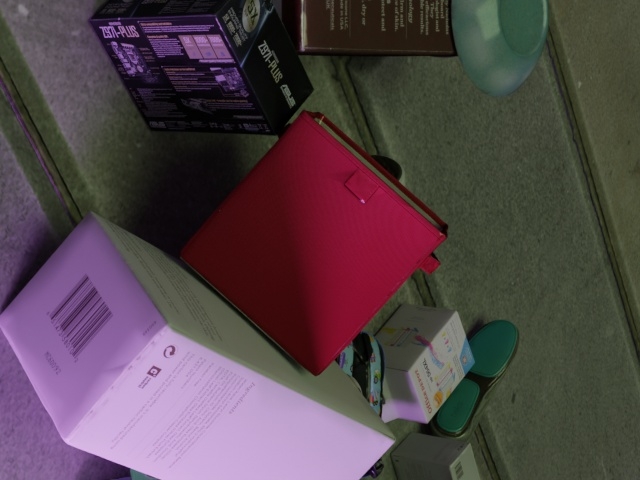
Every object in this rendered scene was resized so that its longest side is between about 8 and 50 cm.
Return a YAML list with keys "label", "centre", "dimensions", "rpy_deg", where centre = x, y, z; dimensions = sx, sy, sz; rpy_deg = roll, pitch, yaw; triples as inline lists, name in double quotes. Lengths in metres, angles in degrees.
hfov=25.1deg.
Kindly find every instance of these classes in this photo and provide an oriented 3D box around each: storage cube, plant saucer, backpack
- label: "storage cube"
  centre: [0.000, 0.000, 1.483]
  dimensions: [0.193, 0.215, 0.183]
  rpy_deg: [-48, 179, 7]
- label: "plant saucer"
  centre: [0.220, -0.263, 1.667]
  dimensions: [0.195, 0.037, 0.195]
  rpy_deg: [-4, 96, -50]
- label: "backpack"
  centre: [0.002, 0.186, 1.688]
  dimensions: [0.158, 0.117, 0.173]
  rpy_deg: [11, 86, -50]

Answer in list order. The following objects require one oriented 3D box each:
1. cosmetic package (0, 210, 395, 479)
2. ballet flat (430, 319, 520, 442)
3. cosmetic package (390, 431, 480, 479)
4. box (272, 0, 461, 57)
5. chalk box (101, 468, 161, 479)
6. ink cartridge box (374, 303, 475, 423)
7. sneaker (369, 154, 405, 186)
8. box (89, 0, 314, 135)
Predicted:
- label: "cosmetic package"
  centre: [-0.114, 0.140, 1.442]
  dimensions: [0.155, 0.197, 0.365]
  rpy_deg: [-48, 135, 7]
- label: "ballet flat"
  centre: [0.211, 0.201, 2.000]
  dimensions: [0.213, 0.072, 0.068]
  rpy_deg: [-55, 160, -30]
- label: "cosmetic package"
  centre: [0.176, 0.375, 1.941]
  dimensions: [0.060, 0.099, 0.239]
  rpy_deg: [-42, 126, -42]
- label: "box"
  centre: [0.034, -0.274, 1.616]
  dimensions: [0.381, 0.191, 0.143]
  rpy_deg: [-5, 98, -51]
- label: "chalk box"
  centre: [-0.170, 0.313, 1.481]
  dimensions: [0.132, 0.132, 0.213]
  rpy_deg: [0, 95, -51]
- label: "ink cartridge box"
  centre: [0.117, 0.163, 1.848]
  dimensions: [0.143, 0.090, 0.092]
  rpy_deg: [-48, 128, -37]
- label: "sneaker"
  centre: [0.004, 0.030, 1.686]
  dimensions: [0.290, 0.106, 0.123]
  rpy_deg: [-41, 146, -28]
- label: "box"
  centre: [-0.119, -0.186, 1.447]
  dimensions: [0.077, 0.180, 0.147]
  rpy_deg: [-53, 130, -33]
